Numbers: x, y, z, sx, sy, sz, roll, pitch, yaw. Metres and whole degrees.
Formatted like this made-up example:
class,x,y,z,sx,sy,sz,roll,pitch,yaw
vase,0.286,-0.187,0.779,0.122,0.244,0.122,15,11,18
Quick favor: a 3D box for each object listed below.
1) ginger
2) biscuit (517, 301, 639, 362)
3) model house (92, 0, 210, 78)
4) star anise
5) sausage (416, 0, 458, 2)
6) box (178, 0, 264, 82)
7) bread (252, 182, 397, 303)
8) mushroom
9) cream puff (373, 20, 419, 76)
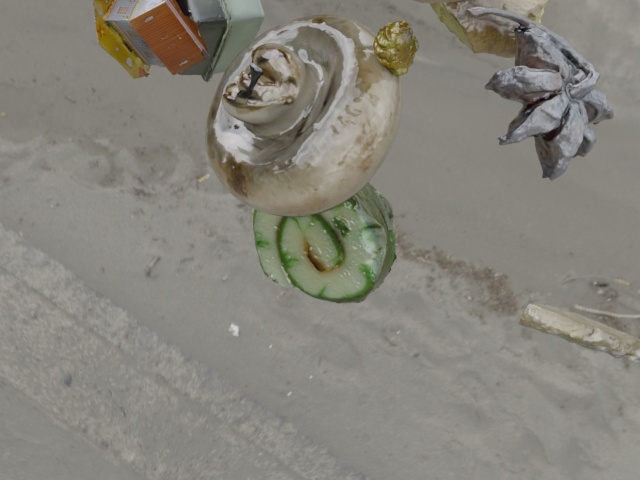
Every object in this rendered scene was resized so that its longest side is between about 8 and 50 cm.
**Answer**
class,x,y,z,sx,sy,sz,roll,pitch,yaw
ginger,0.368,-0.513,1.473,0.221,0.130,0.275,-31,88,15
biscuit,0.305,0.105,0.776,0.133,0.250,0.032,21,92,24
model house,-0.284,-0.407,1.201,0.136,0.219,0.207,11,70,22
star anise,0.435,-0.279,1.306,0.360,0.139,0.315,5,75,-27
sausage,0.170,-0.396,0.989,0.109,0.109,0.271,47,32,9
box,-0.256,-0.511,1.560,0.166,0.290,0.220,-17,82,-24
bread,0.000,0.000,1.681,0.366,0.382,0.129,51,38,11
mushroom,-0.046,-0.223,1.136,0.295,0.363,0.362,33,52,-49
cream puff,0.112,-0.296,1.043,0.058,0.083,0.083,38,40,28
